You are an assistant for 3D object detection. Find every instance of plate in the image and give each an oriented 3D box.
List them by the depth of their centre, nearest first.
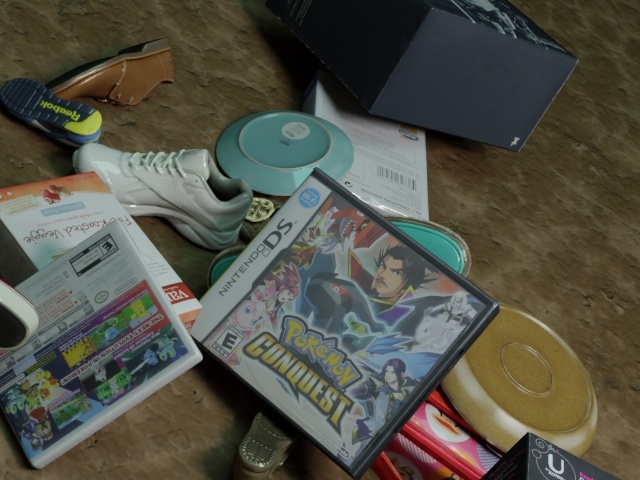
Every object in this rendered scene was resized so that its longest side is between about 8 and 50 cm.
[{"bbox_3d":[-0.048,-0.127,1.900,0.188,0.024,0.188,1,41,-1],"label":"plate"}]

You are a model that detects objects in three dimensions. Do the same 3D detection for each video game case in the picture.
[{"bbox_3d":[-0.246,0.103,1.434,0.183,0.201,0.023,56,0,25],"label":"video game case"},{"bbox_3d":[0.017,0.087,1.578,0.275,0.248,0.035,38,-9,21],"label":"video game case"}]

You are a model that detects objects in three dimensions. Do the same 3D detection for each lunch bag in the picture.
[{"bbox_3d":[0.135,0.207,1.672,0.293,0.120,0.258,36,40,3],"label":"lunch bag"}]

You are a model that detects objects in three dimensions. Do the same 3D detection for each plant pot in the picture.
[{"bbox_3d":[0.239,0.159,1.673,0.236,0.032,0.236,21,40,-19],"label":"plant pot"}]

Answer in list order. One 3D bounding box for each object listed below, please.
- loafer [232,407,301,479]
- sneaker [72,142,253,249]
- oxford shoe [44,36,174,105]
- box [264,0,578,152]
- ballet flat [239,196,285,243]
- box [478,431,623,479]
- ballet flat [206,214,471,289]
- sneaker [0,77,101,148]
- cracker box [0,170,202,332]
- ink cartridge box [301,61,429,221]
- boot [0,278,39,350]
[{"bbox_3d":[-0.064,0.228,1.541,0.056,0.050,0.148,34,20,10],"label":"loafer"},{"bbox_3d":[-0.186,-0.081,1.725,0.232,0.115,0.090,20,39,-20],"label":"sneaker"},{"bbox_3d":[-0.270,-0.206,1.844,0.212,0.076,0.076,-25,107,-39],"label":"oxford shoe"},{"bbox_3d":[0.152,-0.313,2.116,0.343,0.179,0.312,9,32,-44],"label":"box"},{"bbox_3d":[0.000,0.000,1.802,0.250,0.058,0.084,26,53,6],"label":"ballet flat"},{"bbox_3d":[0.211,0.344,1.460,0.163,0.247,0.142,28,38,-11],"label":"box"},{"bbox_3d":[0.023,0.026,1.681,0.316,0.107,0.106,-3,0,9],"label":"ballet flat"},{"bbox_3d":[-0.335,-0.153,1.746,0.144,0.059,0.053,27,66,14],"label":"sneaker"},{"bbox_3d":[-0.262,0.031,1.563,0.156,0.067,0.232,-15,55,-44],"label":"cracker box"},{"bbox_3d":[0.061,-0.135,2.029,0.186,0.065,0.311,22,40,-16],"label":"ink cartridge box"},{"bbox_3d":[-0.376,-0.005,1.416,0.244,0.088,0.176,33,34,-15],"label":"boot"}]
